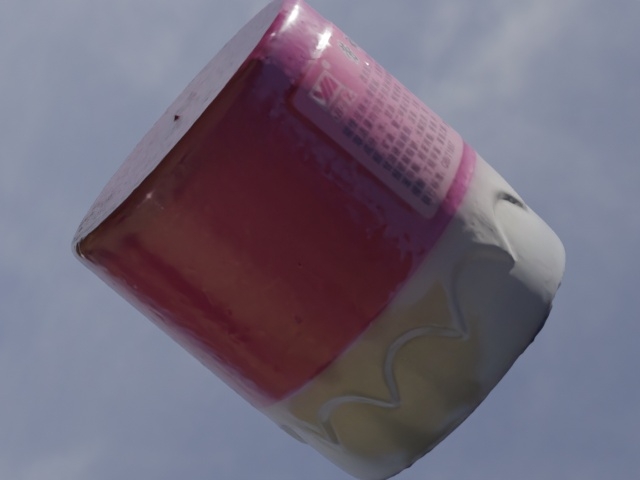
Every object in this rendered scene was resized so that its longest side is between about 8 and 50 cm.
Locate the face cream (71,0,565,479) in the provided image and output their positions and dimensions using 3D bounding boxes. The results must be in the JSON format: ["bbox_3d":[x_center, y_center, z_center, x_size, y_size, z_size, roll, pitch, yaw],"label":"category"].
[{"bbox_3d":[0.000,0.000,0.947,0.175,0.195,0.175,-48,-168,13],"label":"face cream"}]
